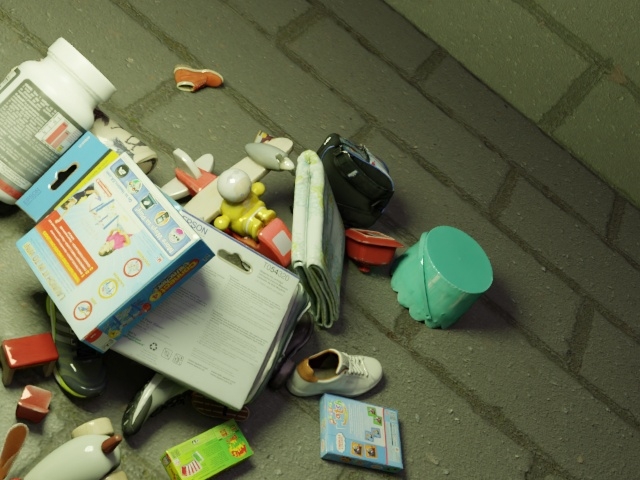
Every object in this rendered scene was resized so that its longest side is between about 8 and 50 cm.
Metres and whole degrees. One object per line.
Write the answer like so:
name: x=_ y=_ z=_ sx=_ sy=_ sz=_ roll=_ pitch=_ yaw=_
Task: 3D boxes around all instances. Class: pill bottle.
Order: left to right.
pill bottle: x=-0.656 y=-0.276 z=1.761 sx=0.210 sy=0.210 sz=0.363 roll=43 pitch=85 yaw=5

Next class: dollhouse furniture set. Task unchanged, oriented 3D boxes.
dollhouse furniture set: x=-0.663 y=0.282 z=1.444 sx=0.374 sy=0.152 sz=0.201 roll=-8 pitch=59 yaw=-39

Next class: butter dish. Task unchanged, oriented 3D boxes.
butter dish: x=0.140 y=0.036 z=2.258 sx=0.160 sy=0.118 sz=0.160 roll=6 pitch=10 yaw=-28

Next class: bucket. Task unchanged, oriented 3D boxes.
bucket: x=0.364 y=0.103 z=2.297 sx=0.281 sy=0.183 sz=0.281 roll=19 pitch=46 yaw=-21

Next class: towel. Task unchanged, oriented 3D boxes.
towel: x=0.000 y=0.000 z=2.037 sx=0.090 sy=0.320 sz=0.374 roll=-5 pitch=53 yaw=9

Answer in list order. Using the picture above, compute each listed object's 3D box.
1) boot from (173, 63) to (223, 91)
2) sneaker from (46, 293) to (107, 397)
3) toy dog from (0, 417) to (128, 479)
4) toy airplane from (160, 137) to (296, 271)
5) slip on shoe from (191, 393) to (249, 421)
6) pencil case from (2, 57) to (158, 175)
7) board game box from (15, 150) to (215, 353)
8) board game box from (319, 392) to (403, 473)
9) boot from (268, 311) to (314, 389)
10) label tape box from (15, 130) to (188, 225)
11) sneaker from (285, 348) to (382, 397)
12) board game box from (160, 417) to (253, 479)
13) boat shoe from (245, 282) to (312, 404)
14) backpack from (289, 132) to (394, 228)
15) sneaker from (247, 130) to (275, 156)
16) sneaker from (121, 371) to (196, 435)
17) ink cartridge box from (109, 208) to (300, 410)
boot: x=-0.378 y=-0.492 z=2.393 sx=0.158 sy=0.059 sz=0.084 roll=4 pitch=55 yaw=-22
sneaker: x=-0.519 y=0.194 z=1.644 sx=0.111 sy=0.121 sz=0.300 roll=-3 pitch=56 yaw=-36
toy dog: x=-0.495 y=0.431 z=1.427 sx=0.220 sy=0.161 sz=0.334 roll=46 pitch=42 yaw=8
toy airplane: x=-0.244 y=-0.117 z=1.992 sx=0.385 sy=0.272 sz=0.386 roll=2 pitch=65 yaw=-10
slip on shoe: x=-0.228 y=0.379 z=1.752 sx=0.135 sy=0.041 sz=0.051 roll=14 pitch=81 yaw=-5
pencil case: x=-0.607 y=-0.283 z=1.961 sx=0.410 sy=0.160 sz=0.183 roll=42 pitch=-1 yaw=-1
board game box: x=-0.425 y=0.018 z=1.581 sx=0.302 sy=0.086 sz=0.308 roll=-41 pitch=60 yaw=-5
board game box: x=0.099 y=0.476 z=1.896 sx=0.212 sy=0.039 sz=0.160 roll=19 pitch=45 yaw=-22
boot: x=-0.150 y=0.223 z=1.903 sx=0.229 sy=0.091 sz=0.263 roll=34 pitch=44 yaw=-6
label tape box: x=-0.480 y=-0.053 z=1.748 sx=0.334 sy=0.106 sz=0.240 roll=39 pitch=78 yaw=15
sneaker: x=0.061 y=0.329 z=1.937 sx=0.290 sy=0.123 sz=0.106 roll=-2 pitch=54 yaw=-38
board game box: x=-0.244 y=0.465 z=1.661 sx=0.181 sy=0.043 sz=0.092 roll=-18 pitch=66 yaw=-43
boat shoe: x=-0.105 y=0.244 z=1.797 sx=0.099 sy=0.116 sz=0.319 roll=39 pitch=63 yaw=-38
backpack: x=0.078 y=-0.169 z=2.301 sx=0.263 sy=0.276 sz=0.213 roll=29 pitch=29 yaw=-15
sneaker: x=-0.172 y=-0.260 z=2.322 sx=0.084 sy=0.069 sz=0.185 roll=24 pitch=45 yaw=-9
sneaker: x=-0.333 y=0.328 z=1.680 sx=0.108 sy=0.100 sz=0.271 roll=43 pitch=42 yaw=-4
ink cartridge box: x=-0.248 y=0.153 z=1.668 sx=0.324 sy=0.071 sz=0.330 roll=32 pitch=69 yaw=-21
